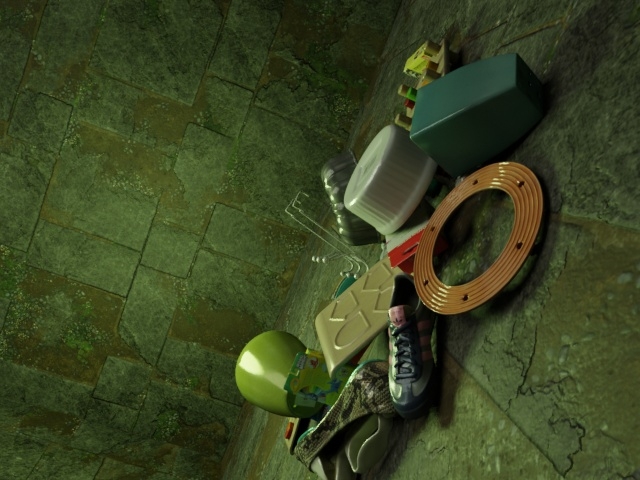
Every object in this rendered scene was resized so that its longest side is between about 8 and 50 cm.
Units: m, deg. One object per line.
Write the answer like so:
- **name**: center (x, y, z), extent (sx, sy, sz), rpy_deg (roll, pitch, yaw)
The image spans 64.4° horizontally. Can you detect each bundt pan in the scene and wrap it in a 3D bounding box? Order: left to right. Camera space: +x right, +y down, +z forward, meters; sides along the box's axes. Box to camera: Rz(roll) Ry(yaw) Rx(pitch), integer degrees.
- **bundt pan**: center (0.091, -0.127, 1.665), extent (0.331, 0.124, 0.330), rpy_deg (-17, -90, -88)

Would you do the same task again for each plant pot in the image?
- **plant pot**: center (-0.105, 0.460, 1.665), extent (0.293, 0.275, 0.274), rpy_deg (6, 76, 65)
- **plant pot**: center (0.344, -0.280, 1.100), extent (0.234, 0.165, 0.165), rpy_deg (-23, 43, 46)

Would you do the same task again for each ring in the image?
- **ring**: center (0.309, -0.004, 1.020), extent (0.336, 0.032, 0.336), rpy_deg (-48, 26, 33)

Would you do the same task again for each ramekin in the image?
- **ramekin**: center (0.176, -0.165, 1.325), extent (0.277, 0.135, 0.277), rpy_deg (-59, 11, 20)

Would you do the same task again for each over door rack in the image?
- **over door rack**: center (0.000, 0.000, 1.643), extent (0.108, 0.324, 0.239), rpy_deg (-43, 6, -8)

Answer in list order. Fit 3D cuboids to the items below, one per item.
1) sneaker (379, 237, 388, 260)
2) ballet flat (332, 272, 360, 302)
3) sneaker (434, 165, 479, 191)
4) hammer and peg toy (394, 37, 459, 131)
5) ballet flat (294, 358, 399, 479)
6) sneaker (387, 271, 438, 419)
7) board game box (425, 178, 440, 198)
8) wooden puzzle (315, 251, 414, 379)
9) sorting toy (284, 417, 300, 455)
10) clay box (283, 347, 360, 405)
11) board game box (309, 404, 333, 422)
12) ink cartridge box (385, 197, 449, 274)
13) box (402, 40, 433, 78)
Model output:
- **sneaker**: center (0.223, 0.022, 1.619), extent (0.069, 0.038, 0.098), rpy_deg (132, 153, -53)
- **ballet flat**: center (0.076, 0.265, 1.734), extent (0.106, 0.108, 0.315), rpy_deg (110, 178, -67)
- **sneaker**: center (0.322, -0.167, 1.275), extent (0.225, 0.093, 0.088), rpy_deg (-107, 39, -72)
- **hammer and peg toy**: center (0.336, -0.482, 1.741), extent (0.361, 0.127, 0.265), rpy_deg (121, 166, -48)
- **ballet flat**: center (0.065, 0.487, 1.238), extent (0.482, 0.164, 0.182), rpy_deg (-61, 33, 36)
- **sneaker**: center (0.179, 0.212, 1.087), extent (0.112, 0.131, 0.319), rpy_deg (-19, 41, 27)
- **board game box**: center (0.264, -0.213, 1.467), extent (0.026, 0.186, 0.126), rpy_deg (3, -70, -65)
- **wooden puzzle**: center (0.136, 0.194, 1.399), extent (0.348, 0.080, 0.322), rpy_deg (-46, 16, 6)
- **sorting toy**: center (-0.112, 0.688, 1.990), extent (0.307, 0.041, 0.229), rpy_deg (131, 153, -77)
- **clay box**: center (0.018, 0.388, 1.425), extent (0.053, 0.222, 0.127), rpy_deg (-118, 50, -78)
- **board game box**: center (0.030, 0.508, 1.633), extent (0.210, 0.047, 0.160), rpy_deg (139, 151, -69)
- **ink cartridge box**: center (0.242, -0.005, 1.297), extent (0.134, 0.078, 0.231), rpy_deg (-39, 22, 23)
- **box**: center (0.399, -0.692, 1.963), extent (0.232, 0.087, 0.058), rpy_deg (-171, 100, -79)
